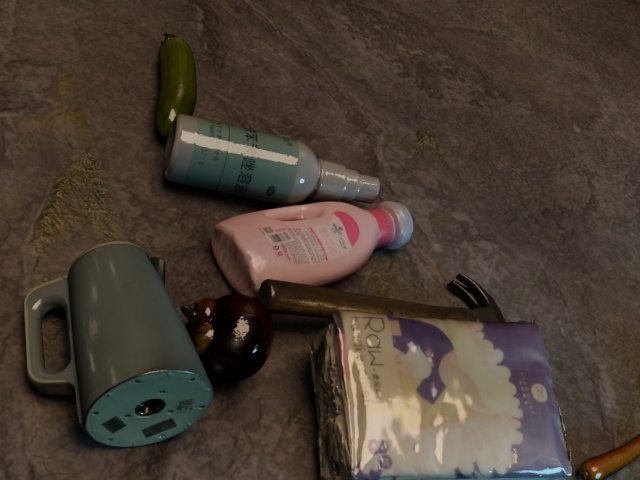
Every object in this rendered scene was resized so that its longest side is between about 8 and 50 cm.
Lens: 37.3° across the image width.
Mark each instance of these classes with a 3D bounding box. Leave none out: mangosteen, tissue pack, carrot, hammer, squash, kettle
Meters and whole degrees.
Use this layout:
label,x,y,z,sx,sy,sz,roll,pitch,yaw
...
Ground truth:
label,x,y,z,sx,sy,sz,roll,pitch,yaw
mangosteen,-0.131,0.125,1.290,0.140,0.140,0.140,14,47,-15
tissue pack,0.163,0.230,1.328,0.344,0.125,0.242,6,61,-21
carrot,0.467,0.335,1.472,0.190,0.037,0.037,-12,58,-38
hammer,0.107,0.108,1.446,0.440,0.044,0.168,9,47,-31
squash,-0.247,-0.268,1.626,0.069,0.069,0.258,11,48,-18
kettle,-0.274,0.133,1.224,0.211,0.160,0.243,-23,52,-6

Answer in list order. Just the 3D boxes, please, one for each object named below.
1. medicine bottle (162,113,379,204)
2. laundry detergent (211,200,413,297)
label,x,y,z,sx,sy,sz,roll,pitch,yaw
medicine bottle,-0.073,-0.115,1.543,0.352,0.110,0.110,12,47,-17
laundry detergent,0.000,0.000,1.497,0.335,0.088,0.159,-13,54,-36
